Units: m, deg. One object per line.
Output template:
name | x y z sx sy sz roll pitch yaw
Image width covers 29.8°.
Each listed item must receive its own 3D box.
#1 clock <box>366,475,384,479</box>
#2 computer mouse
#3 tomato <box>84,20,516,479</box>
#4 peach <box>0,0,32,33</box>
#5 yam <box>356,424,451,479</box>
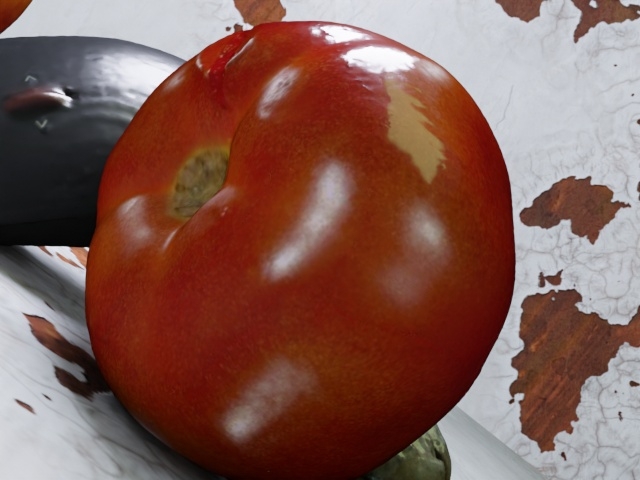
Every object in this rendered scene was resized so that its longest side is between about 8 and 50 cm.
clock | 0.129 0.263 0.704 0.312 0.061 0.312 39 1 -1
computer mouse | -0.152 -0.080 0.905 0.269 0.100 0.170 -1 51 -34
tomato | -0.009 0.017 0.753 0.226 0.299 0.298 36 3 -40
peach | -0.435 -0.341 1.214 0.332 0.308 0.308 23 -2 12
yam | -0.016 0.098 0.937 0.330 0.133 0.133 44 4 41
